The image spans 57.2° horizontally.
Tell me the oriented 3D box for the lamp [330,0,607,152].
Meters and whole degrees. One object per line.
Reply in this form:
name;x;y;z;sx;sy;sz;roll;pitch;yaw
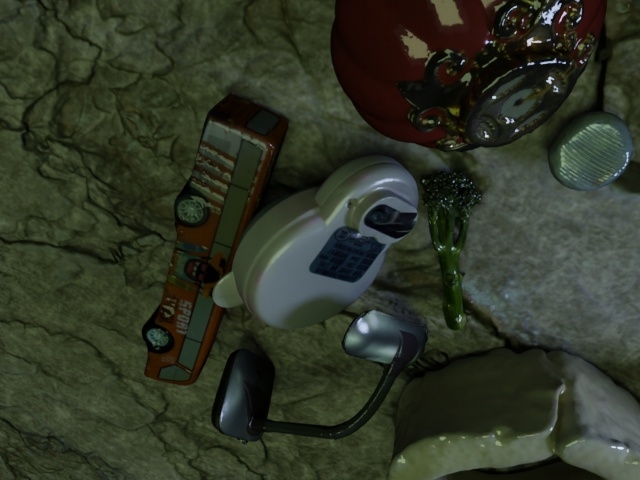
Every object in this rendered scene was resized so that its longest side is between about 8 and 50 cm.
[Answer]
lamp;0.115;-0.183;0.484;0.226;0.227;0.227;6;121;9

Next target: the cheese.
cheese;0.261;0.291;0.758;0.332;0.153;0.292;-26;112;23

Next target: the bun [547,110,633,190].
bun;0.271;-0.090;0.592;0.083;0.045;0.083;4;118;8

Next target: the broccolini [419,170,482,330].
broccolini;0.160;0.016;0.689;0.067;0.058;0.216;21;140;42

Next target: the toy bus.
toy bus;-0.145;0.022;0.727;0.092;0.093;0.409;21;124;-3

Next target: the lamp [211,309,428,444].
lamp;-0.017;0.173;0.727;0.283;0.125;0.203;-17;148;22

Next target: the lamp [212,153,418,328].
lamp;-0.001;-0.003;0.654;0.246;0.108;0.179;-46;146;21
